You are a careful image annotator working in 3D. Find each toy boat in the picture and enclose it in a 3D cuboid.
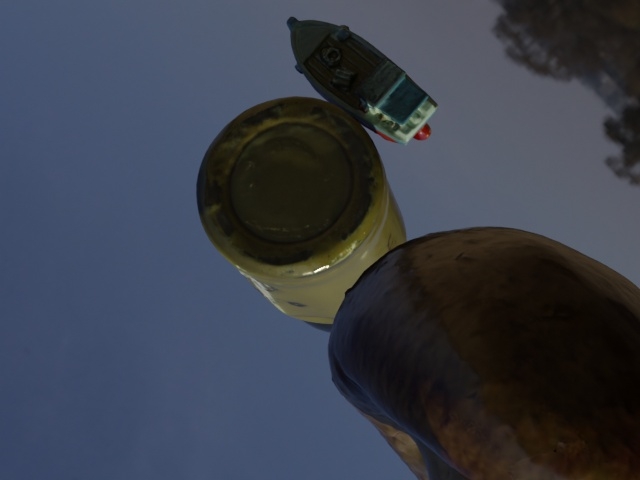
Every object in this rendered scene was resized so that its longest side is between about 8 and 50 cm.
[{"bbox_3d":[0.036,-0.157,1.235,0.173,0.069,0.059,39,168,14],"label":"toy boat"}]

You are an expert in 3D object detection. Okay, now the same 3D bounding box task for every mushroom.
[{"bbox_3d":[0.125,0.186,0.850,0.334,0.356,0.331,31,-177,44],"label":"mushroom"}]

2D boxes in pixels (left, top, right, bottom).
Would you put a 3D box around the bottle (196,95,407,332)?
[{"bbox_3d":[0.000,0.000,1.289,0.171,0.171,0.351,53,177,19],"label":"bottle"}]
